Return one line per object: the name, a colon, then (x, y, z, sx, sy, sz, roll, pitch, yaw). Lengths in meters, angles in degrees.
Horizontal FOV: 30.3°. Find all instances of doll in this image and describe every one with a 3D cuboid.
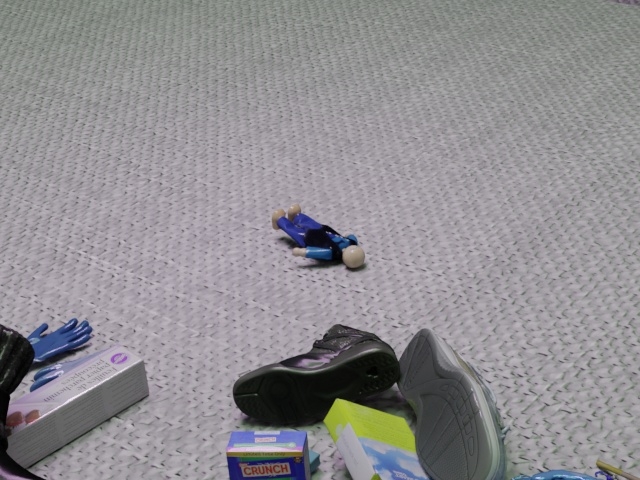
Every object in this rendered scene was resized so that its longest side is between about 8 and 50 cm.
doll: (0.000, 0.000, 1.981, 0.129, 0.046, 0.189, -20, 38, -42)

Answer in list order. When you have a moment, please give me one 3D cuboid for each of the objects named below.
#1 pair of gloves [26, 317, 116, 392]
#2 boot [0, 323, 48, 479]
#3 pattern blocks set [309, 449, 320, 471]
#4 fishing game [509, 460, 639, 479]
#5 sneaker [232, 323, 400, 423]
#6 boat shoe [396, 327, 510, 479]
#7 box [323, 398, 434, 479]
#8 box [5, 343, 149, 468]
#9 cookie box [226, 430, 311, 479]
pair of gloves: (-0.383, 0.177, 1.753, 0.159, 0.023, 0.198, -27, 36, -35)
boot: (-0.394, 0.236, 1.439, 0.348, 0.131, 0.260, 19, 44, 5)
pattern blocks set: (-0.064, 0.360, 1.376, 0.285, 0.026, 0.325, 24, 40, 40)
fishing game: (0.268, 0.318, 1.371, 0.264, 0.041, 0.189, -13, 14, -32)
sneaker: (-0.008, 0.182, 1.631, 0.228, 0.087, 0.130, -18, 12, 1)
boat shoe: (0.180, 0.220, 1.492, 0.103, 0.118, 0.320, 27, 13, -19)
box: (0.082, 0.270, 1.450, 0.109, 0.042, 0.178, 20, 19, -26)
box: (-0.377, 0.246, 1.587, 0.063, 0.067, 0.324, 23, 41, 39)
cookie box: (-0.059, 0.276, 1.386, 0.092, 0.107, 0.040, -1, 29, 6)
